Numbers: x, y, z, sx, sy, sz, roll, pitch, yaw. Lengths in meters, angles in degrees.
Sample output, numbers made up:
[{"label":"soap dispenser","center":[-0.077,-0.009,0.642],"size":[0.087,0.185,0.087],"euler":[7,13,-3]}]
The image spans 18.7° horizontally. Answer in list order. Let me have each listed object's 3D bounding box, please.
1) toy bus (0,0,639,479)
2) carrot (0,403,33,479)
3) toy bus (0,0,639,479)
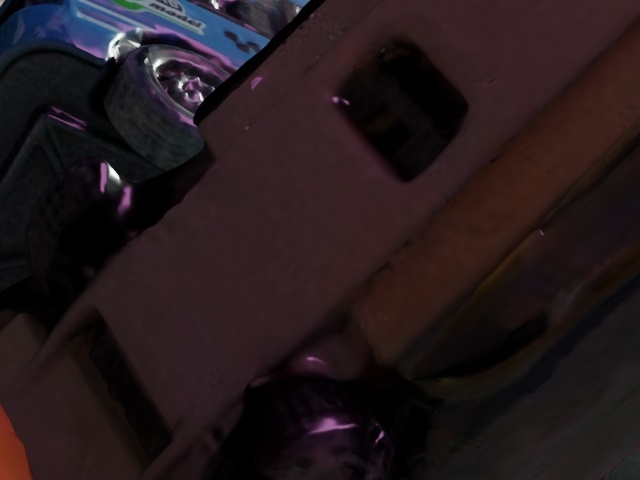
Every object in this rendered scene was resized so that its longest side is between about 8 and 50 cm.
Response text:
[{"label":"toy bus","center":[0.049,-0.010,0.431],"size":[0.138,0.317,0.112],"euler":[36,16,-51]},{"label":"carrot","center":[-0.138,0.013,0.215],"size":[0.307,0.100,0.258],"euler":[50,14,14]},{"label":"toy bus","center":[0.000,0.000,0.589],"size":[0.246,0.113,0.134],"euler":[24,32,-19]}]
